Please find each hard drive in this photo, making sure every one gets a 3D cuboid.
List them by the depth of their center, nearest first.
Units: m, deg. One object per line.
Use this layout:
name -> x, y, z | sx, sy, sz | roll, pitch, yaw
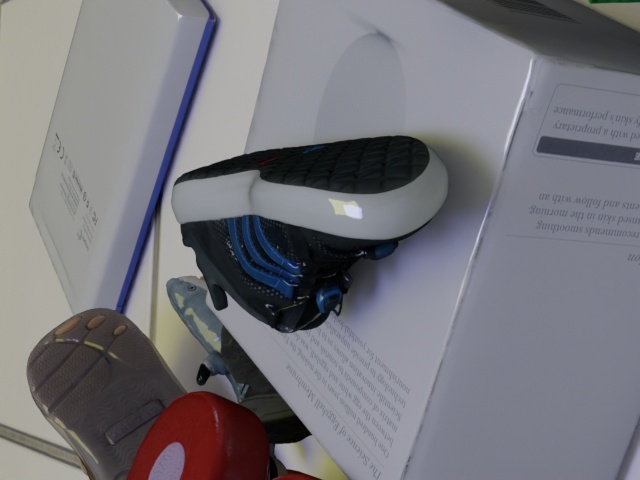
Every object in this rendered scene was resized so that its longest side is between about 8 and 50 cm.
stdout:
hard drive -> -0.187, -0.107, 1.228 | 0.210, 0.040, 0.319 | 57, 134, 45

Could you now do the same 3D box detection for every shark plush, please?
shark plush -> -0.063, 0.094, 0.967 | 0.073, 0.067, 0.161 | -47, 49, 48

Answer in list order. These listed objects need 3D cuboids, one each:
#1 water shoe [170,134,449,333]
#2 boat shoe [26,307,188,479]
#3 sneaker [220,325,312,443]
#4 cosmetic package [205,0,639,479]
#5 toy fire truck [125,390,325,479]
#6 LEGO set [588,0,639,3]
water shoe -> 0.000, 0.000, 0.613 | 0.203, 0.073, 0.080 | 6, 114, 64
boat shoe -> -0.105, 0.188, 1.010 | 0.324, 0.123, 0.116 | 54, 166, 36
sneaker -> -0.003, 0.080, 0.872 | 0.170, 0.051, 0.089 | -13, 53, 41
cosmetic package -> 0.064, -0.013, 0.687 | 0.224, 0.138, 0.225 | 45, 124, 52
toy fire truck -> -0.029, 0.239, 0.714 | 0.254, 0.169, 0.302 | -62, 28, -1
LEGO set -> 0.080, -0.231, 0.543 | 0.255, 0.331, 0.192 | 96, 159, -48
